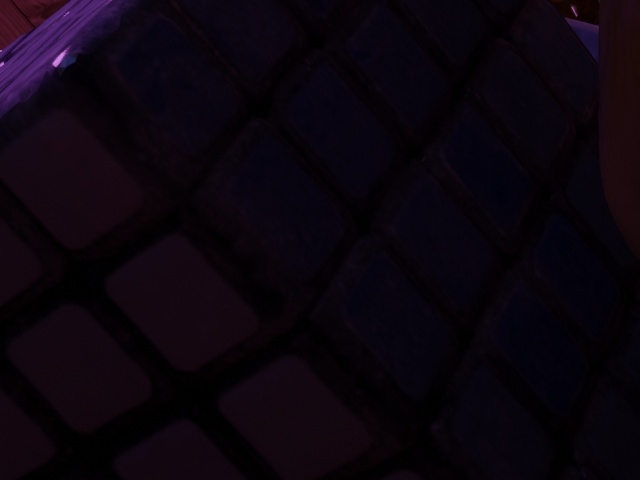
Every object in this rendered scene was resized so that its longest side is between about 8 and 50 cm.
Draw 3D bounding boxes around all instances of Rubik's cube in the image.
[{"bbox_3d":[-0.028,0.031,0.644,0.238,0.237,0.237,-32,16,35],"label":"Rubik's cube"}]

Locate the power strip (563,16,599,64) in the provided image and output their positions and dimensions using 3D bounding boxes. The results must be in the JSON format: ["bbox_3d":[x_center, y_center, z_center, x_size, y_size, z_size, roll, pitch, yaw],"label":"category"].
[{"bbox_3d":[0.088,-0.060,0.794,0.081,0.192,0.035,-66,-12,-47],"label":"power strip"}]

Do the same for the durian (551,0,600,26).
[{"bbox_3d":[0.146,-0.180,1.099,0.237,0.138,0.193,-37,13,20],"label":"durian"}]

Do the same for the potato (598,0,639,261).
[{"bbox_3d":[0.182,-0.082,0.444,0.243,0.221,0.326,-16,28,41],"label":"potato"}]
